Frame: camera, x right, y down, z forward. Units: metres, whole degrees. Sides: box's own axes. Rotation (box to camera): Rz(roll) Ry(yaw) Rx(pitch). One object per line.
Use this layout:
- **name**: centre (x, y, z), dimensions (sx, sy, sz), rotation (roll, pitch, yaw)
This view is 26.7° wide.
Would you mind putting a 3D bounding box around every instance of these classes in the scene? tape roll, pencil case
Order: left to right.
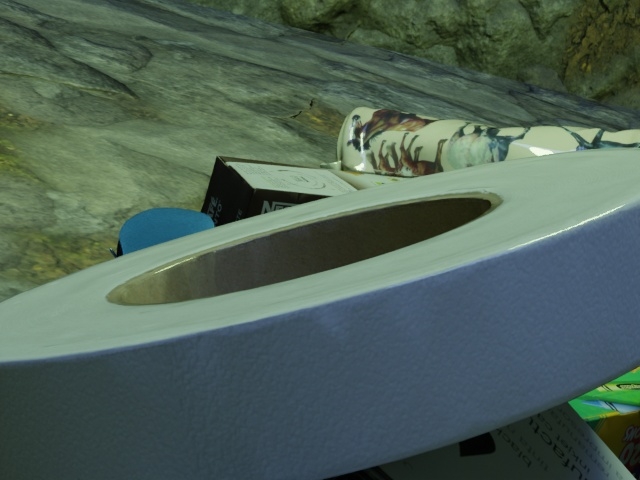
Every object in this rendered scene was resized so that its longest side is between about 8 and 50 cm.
- **tape roll**: centre (0.000, 0.032, 0.694), dimensions (0.392, 0.072, 0.392), rotation (-14, 7, 2)
- **pencil case**: centre (0.216, -0.071, 1.662), dimensions (0.410, 0.160, 0.183), rotation (6, 8, 18)

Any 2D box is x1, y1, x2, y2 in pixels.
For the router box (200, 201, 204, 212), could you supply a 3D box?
- **router box**: centre (-0.069, -0.007, 1.550), dimensions (0.092, 0.038, 0.122), rotation (-3, 26, -44)

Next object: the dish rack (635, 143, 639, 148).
- **dish rack**: centre (0.407, 0.020, 1.463), dimensions (0.271, 0.208, 0.074), rotation (45, 3, 14)

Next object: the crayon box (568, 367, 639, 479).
- **crayon box**: centre (0.188, 0.177, 1.016), dimensions (0.278, 0.165, 0.081), rotation (-3, 26, -45)

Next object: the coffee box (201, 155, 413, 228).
- **coffee box**: centre (0.000, 0.000, 1.423), dimensions (0.246, 0.141, 0.098), rotation (6, 21, -31)

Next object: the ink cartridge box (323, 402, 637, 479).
- **ink cartridge box**: centre (0.064, 0.233, 0.570), dimensions (0.285, 0.166, 0.395), rotation (49, 24, 4)

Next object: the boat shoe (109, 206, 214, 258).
- **boat shoe**: centre (-0.154, 0.044, 1.256), dimensions (0.109, 0.089, 0.258), rotation (4, 23, 4)
